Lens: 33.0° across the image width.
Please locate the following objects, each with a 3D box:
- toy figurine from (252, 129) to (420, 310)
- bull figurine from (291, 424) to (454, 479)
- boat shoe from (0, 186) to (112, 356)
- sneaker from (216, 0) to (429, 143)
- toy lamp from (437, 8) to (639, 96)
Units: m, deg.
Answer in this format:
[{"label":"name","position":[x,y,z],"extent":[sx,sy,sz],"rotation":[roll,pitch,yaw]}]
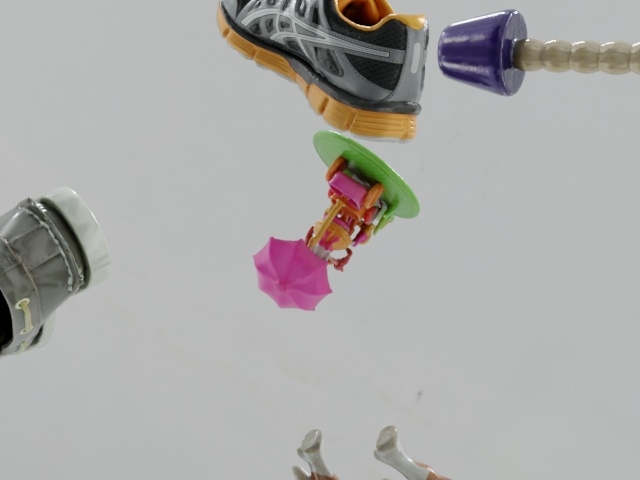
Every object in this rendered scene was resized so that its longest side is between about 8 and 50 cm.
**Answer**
[{"label":"toy figurine","position":[0.000,0.000,1.072],"extent":[0.130,0.173,0.159],"rotation":[36,-102,11]},{"label":"bull figurine","position":[0.077,0.235,0.861],"extent":[0.188,0.101,0.310],"rotation":[47,-39,-18]},{"label":"boat shoe","position":[-0.269,0.044,0.893],"extent":[0.109,0.091,0.305],"rotation":[58,-35,0]},{"label":"sneaker","position":[0.004,-0.145,0.734],"extent":[0.215,0.084,0.083],"rotation":[41,-55,40]},{"label":"toy lamp","position":[0.234,-0.157,0.919],"extent":[0.274,0.080,0.080],"rotation":[7,-81,26]}]
